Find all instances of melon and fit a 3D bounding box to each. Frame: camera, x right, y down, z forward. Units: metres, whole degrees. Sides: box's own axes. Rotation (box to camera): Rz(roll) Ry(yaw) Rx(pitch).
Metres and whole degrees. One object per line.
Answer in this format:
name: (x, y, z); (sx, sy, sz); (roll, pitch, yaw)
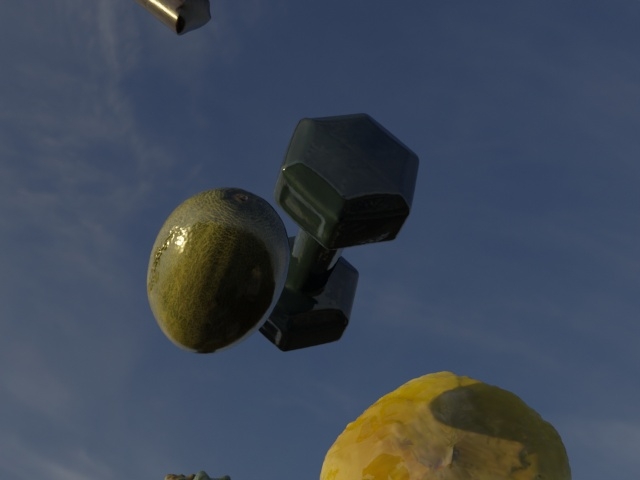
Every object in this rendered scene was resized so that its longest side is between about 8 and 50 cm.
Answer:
melon: (-0.075, 0.023, 0.637); (0.098, 0.098, 0.130); (18, -65, -18)

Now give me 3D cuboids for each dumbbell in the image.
dumbbell: (0.000, 0.000, 1.038); (0.160, 0.144, 0.325); (-7, -30, -21)

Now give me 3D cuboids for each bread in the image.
bread: (0.097, 0.218, 0.731); (0.197, 0.197, 0.170); (-1, -46, 3)

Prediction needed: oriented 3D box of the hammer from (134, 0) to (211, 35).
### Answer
hammer: (-0.284, -0.385, 1.172); (0.242, 0.409, 0.095); (-26, -38, -39)

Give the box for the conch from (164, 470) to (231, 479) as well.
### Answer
conch: (-0.131, 0.347, 0.994); (0.114, 0.234, 0.137); (-22, -38, -8)
